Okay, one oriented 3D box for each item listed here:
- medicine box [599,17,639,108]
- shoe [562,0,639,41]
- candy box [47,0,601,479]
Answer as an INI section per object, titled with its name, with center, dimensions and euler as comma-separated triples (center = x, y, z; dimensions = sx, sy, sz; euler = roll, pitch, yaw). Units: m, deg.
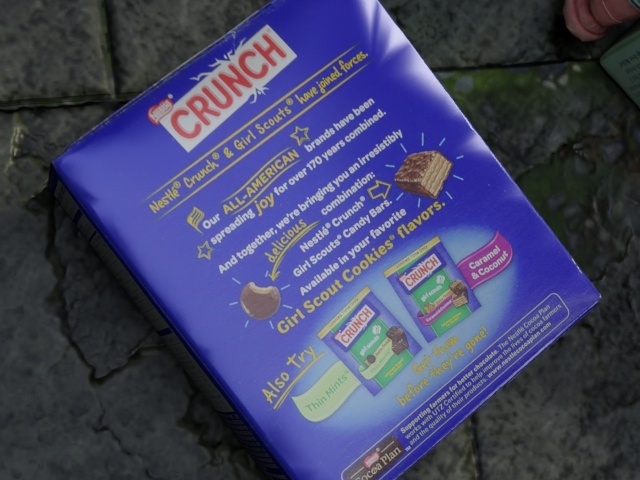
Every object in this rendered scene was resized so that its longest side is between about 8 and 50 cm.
[medicine box]
center = 0.434, -0.145, 1.128
dimensions = 0.289, 0.149, 0.263
euler = 47, 73, -5
[shoe]
center = 0.255, -0.232, 1.135
dimensions = 0.063, 0.081, 0.178
euler = 47, 43, -17
[candy box]
center = 0.000, 0.000, 0.994
dimensions = 0.268, 0.122, 0.317
euler = -38, 94, -17
